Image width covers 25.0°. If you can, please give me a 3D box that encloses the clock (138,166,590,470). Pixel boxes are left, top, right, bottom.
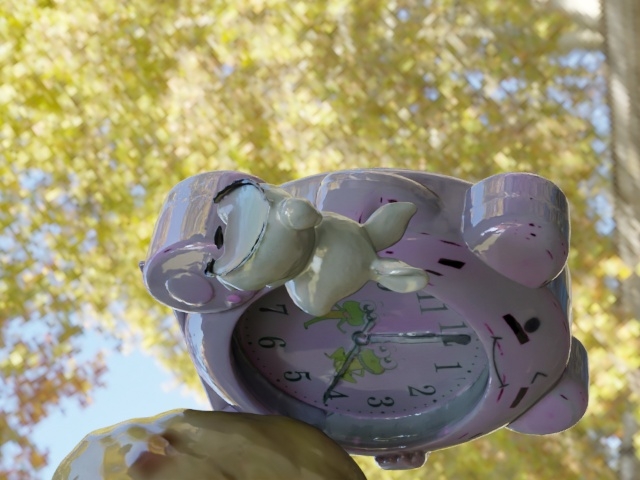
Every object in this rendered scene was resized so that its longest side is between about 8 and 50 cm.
[{"bbox_3d":[0.044,0.065,1.146,0.322,0.113,0.295,-4,-48,13],"label":"clock"}]

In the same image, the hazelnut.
[{"bbox_3d":[-0.090,0.239,1.070,0.261,0.241,0.261,-8,-65,-16],"label":"hazelnut"}]

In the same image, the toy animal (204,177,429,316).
[{"bbox_3d":[-0.004,0.004,0.904,0.124,0.071,0.085,23,-50,-34],"label":"toy animal"}]
